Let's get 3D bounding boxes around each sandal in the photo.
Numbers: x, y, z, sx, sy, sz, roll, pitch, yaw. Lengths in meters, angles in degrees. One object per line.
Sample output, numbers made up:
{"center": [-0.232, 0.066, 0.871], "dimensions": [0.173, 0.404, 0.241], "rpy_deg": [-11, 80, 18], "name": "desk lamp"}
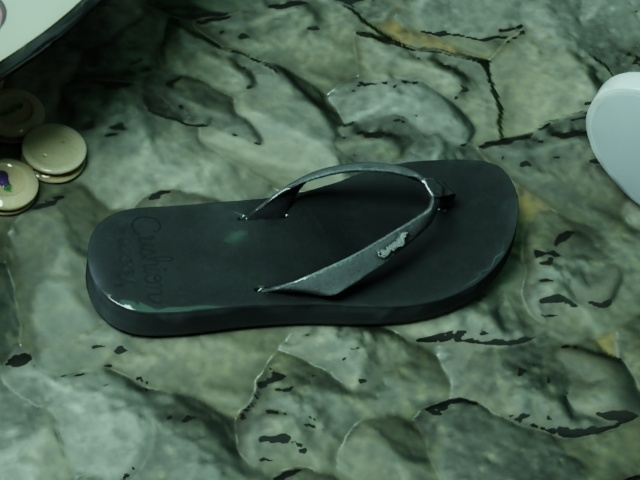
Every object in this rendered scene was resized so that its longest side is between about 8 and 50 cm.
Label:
{"center": [0.000, 0.001, 1.025], "dimensions": [0.254, 0.054, 0.097], "rpy_deg": [-11, 56, -20], "name": "sandal"}

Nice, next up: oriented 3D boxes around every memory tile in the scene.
{"center": [-0.215, -0.046, 1.043], "dimensions": [0.148, 0.012, 0.113], "rpy_deg": [-33, 66, -32], "name": "memory tile"}

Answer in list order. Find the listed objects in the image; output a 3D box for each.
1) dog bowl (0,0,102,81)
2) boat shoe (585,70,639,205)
{"center": [-0.283, -0.246, 1.012], "dimensions": [0.408, 0.150, 0.408], "rpy_deg": [-7, 53, 10], "name": "dog bowl"}
{"center": [0.279, -0.035, 1.103], "dimensions": [0.258, 0.095, 0.084], "rpy_deg": [30, 47, -2], "name": "boat shoe"}
